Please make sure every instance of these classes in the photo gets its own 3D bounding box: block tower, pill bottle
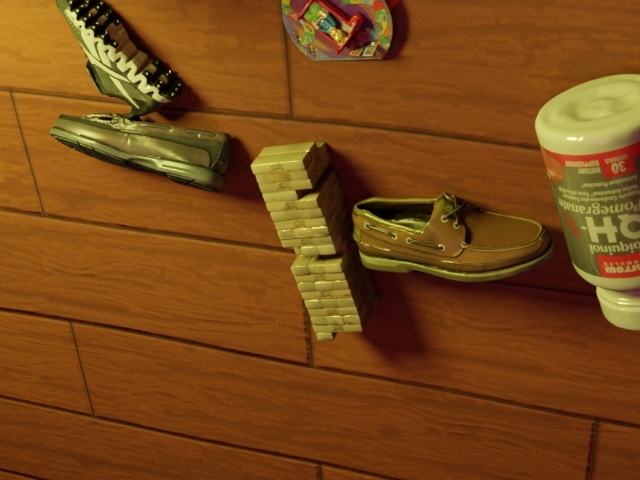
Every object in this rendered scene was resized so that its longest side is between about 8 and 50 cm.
[{"bbox_3d":[0.000,0.000,1.657,0.097,0.091,0.335,-3,123,26],"label":"block tower"},{"bbox_3d":[0.408,-0.044,1.396,0.176,0.176,0.318,-7,120,27],"label":"pill bottle"}]

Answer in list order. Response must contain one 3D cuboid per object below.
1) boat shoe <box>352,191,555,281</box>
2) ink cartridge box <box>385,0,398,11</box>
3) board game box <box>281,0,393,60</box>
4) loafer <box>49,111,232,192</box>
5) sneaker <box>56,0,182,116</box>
[{"bbox_3d":[0.188,-0.011,1.555,0.307,0.110,0.104,-1,124,24],"label":"boat shoe"},{"bbox_3d":[0.068,-0.407,1.360,0.181,0.056,0.224,39,129,-6],"label":"ink cartridge box"},{"bbox_3d":[0.016,-0.302,1.457,0.169,0.033,0.133,4,130,27],"label":"board game box"},{"bbox_3d":[-0.282,-0.160,1.676,0.303,0.095,0.109,17,172,12],"label":"loafer"},{"bbox_3d":[-0.327,-0.278,1.605,0.234,0.078,0.106,44,126,-14],"label":"sneaker"}]
